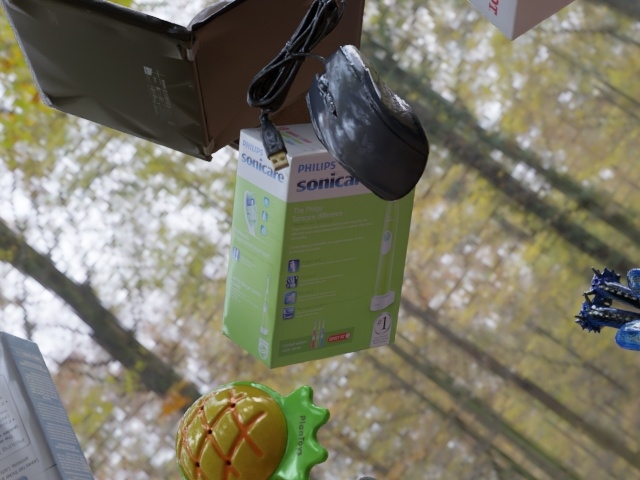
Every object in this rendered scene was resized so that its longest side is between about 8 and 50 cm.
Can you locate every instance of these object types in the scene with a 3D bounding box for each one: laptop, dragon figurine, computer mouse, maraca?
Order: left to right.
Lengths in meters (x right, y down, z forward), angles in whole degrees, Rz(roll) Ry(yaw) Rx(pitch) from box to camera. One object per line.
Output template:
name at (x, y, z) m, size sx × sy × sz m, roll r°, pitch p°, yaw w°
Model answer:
laptop at (-0.170, -0.291, 1.758) m, size 0.382 × 0.408 × 0.236 m, roll 93°, pitch -163°, yaw -70°
maraca at (-0.073, 0.207, 1.379) m, size 0.099 × 0.186 × 0.127 m, roll 29°, pitch -122°, yaw -56°
computer mouse at (0.000, -0.125, 1.413) m, size 0.060 × 0.262 × 0.184 m, roll 7°, pitch -45°, yaw -45°
dragon figurine at (0.359, 0.080, 1.382) m, size 0.289 × 0.144 × 0.085 m, roll -176°, pitch 100°, yaw -85°

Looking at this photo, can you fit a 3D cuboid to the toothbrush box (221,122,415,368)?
toothbrush box at (0.000, 0.000, 1.697) m, size 0.206 × 0.122 × 0.283 m, roll -9°, pitch -63°, yaw -36°

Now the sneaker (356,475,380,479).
sneaker at (0.040, 0.331, 1.568) m, size 0.061 × 0.054 × 0.152 m, roll -58°, pitch -9°, yaw 30°

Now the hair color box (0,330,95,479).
hair color box at (-0.427, 0.336, 1.841) m, size 0.185 × 0.374 × 0.113 m, roll -30°, pitch -21°, yaw 7°

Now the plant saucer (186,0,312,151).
plant saucer at (-0.094, -0.240, 2.114) m, size 0.050 × 0.310 × 0.310 m, roll -60°, pitch -11°, yaw -46°

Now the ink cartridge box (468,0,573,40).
ink cartridge box at (0.139, -0.354, 1.242) m, size 0.117 × 0.278 × 0.201 m, roll -36°, pitch -23°, yaw -15°
